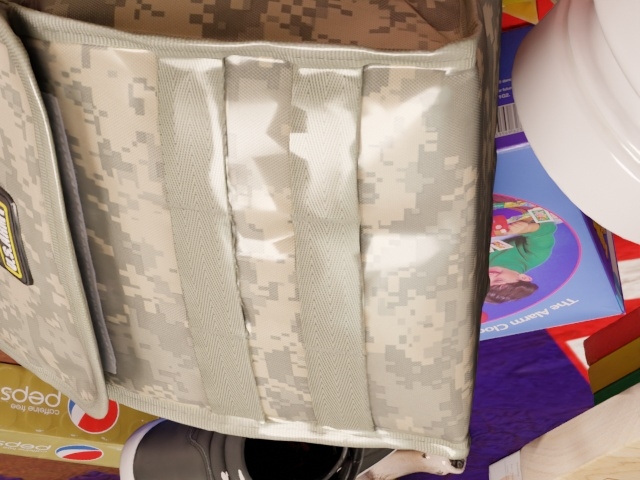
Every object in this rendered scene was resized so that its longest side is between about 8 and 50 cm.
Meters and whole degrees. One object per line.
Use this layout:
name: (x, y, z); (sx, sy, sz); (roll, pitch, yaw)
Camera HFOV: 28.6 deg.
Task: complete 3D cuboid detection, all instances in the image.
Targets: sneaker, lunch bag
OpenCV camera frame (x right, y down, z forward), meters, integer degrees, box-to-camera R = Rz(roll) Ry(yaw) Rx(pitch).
sneaker: (0.011, 0.146, 0.944); (0.295, 0.105, 0.146); (-11, 179, -39)
lunch bag: (-0.064, -0.037, 0.587); (0.286, 0.169, 0.235); (5, 129, 10)

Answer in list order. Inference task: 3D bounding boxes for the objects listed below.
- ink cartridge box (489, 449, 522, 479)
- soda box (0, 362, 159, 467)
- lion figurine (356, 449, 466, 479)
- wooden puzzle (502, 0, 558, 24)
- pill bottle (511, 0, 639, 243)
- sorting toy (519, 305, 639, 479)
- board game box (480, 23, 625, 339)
ink cartridge box: (0.281, 0.230, 1.271); (0.145, 0.045, 0.179); (14, 149, -27)
soda box: (-0.232, 0.150, 1.077); (0.181, 0.061, 0.058); (11, 149, -22)
lion figurine: (-0.028, 0.220, 1.173); (0.240, 0.142, 0.392); (-18, 133, 40)
wooden puzzle: (0.141, -0.139, 0.638); (0.078, 0.014, 0.116); (23, 142, -37)
pill bottle: (0.217, -0.119, 0.520); (0.160, 0.160, 0.283); (15, 144, -27)
sorting toy: (0.264, 0.052, 0.574); (0.257, 0.089, 0.255); (14, 145, -28)
board game box: (0.000, 0.000, 0.809); (0.347, 0.078, 0.233); (-12, 149, 17)
